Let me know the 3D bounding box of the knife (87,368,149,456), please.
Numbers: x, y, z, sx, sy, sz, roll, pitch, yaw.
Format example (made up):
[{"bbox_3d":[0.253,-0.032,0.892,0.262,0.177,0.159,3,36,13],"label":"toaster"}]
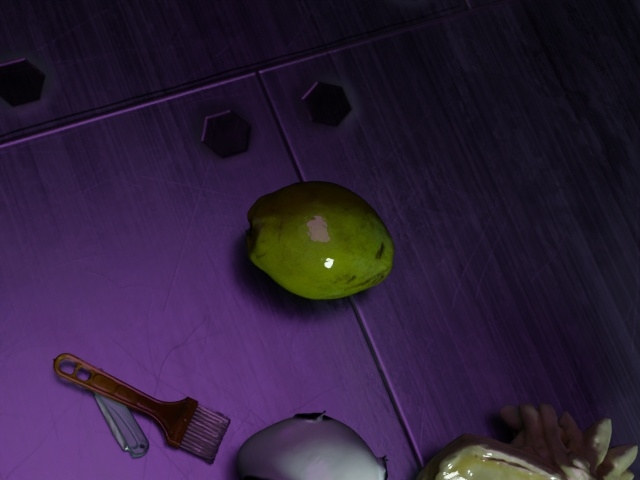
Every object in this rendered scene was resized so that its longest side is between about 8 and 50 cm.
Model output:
[{"bbox_3d":[-0.339,0.290,1.782,0.044,0.023,0.162,-31,82,-20],"label":"knife"}]

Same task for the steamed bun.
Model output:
[{"bbox_3d":[0.399,0.417,1.825,0.428,0.247,0.189,28,25,3],"label":"steamed bun"}]

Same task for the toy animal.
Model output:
[{"bbox_3d":[-0.040,0.425,1.702,0.251,0.251,0.310,36,76,1],"label":"toy animal"}]

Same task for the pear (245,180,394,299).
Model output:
[{"bbox_3d":[0.000,0.000,1.853,0.269,0.212,0.212,11,70,-18],"label":"pear"}]

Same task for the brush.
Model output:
[{"bbox_3d":[-0.303,0.268,1.783,0.314,0.017,0.090,28,58,-9],"label":"brush"}]
